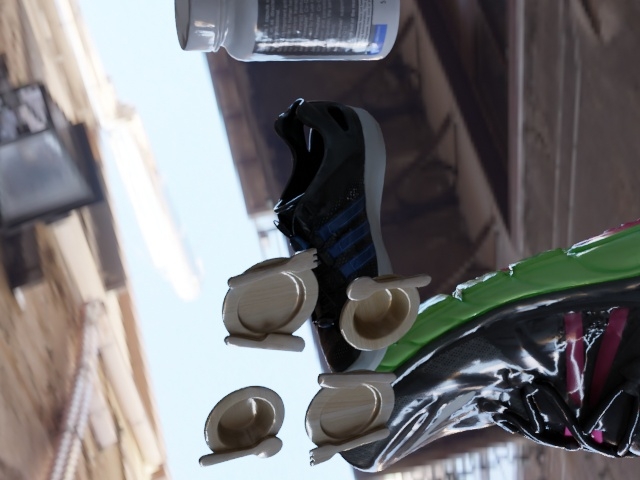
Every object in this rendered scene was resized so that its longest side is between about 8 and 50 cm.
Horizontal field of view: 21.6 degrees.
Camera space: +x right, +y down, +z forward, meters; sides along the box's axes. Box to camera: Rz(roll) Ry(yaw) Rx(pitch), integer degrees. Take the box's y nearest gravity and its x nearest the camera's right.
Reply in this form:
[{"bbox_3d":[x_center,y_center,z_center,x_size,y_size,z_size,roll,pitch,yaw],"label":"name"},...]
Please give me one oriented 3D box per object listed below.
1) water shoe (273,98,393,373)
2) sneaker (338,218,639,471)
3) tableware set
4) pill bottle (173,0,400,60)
[{"bbox_3d":[0.000,0.000,1.173,0.080,0.073,0.203,11,-114,-32],"label":"water shoe"},{"bbox_3d":[0.223,0.103,1.356,0.483,0.185,0.202,-21,-97,16],"label":"sneaker"},{"bbox_3d":[-0.004,0.077,1.055,0.141,0.168,0.020,-3,-148,-26],"label":"tableware set"},{"bbox_3d":[-0.023,-0.156,1.094,0.137,0.078,0.078,-2,-126,-15],"label":"pill bottle"}]
